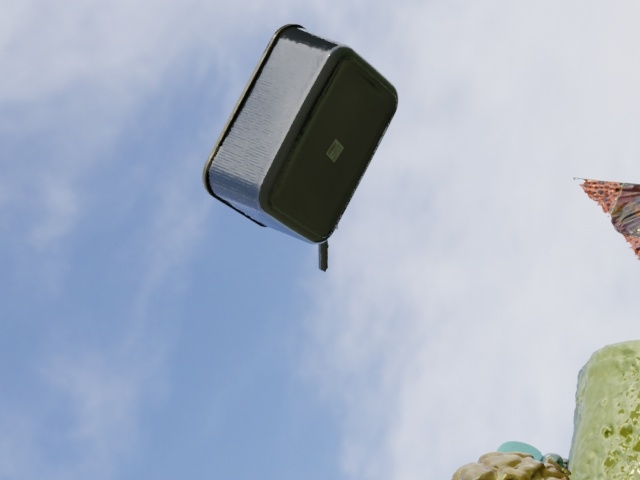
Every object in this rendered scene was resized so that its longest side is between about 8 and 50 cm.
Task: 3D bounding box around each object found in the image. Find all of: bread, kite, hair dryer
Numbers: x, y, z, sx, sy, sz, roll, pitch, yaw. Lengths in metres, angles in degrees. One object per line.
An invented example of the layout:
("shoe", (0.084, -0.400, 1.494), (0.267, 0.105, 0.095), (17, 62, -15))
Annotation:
("bread", (0.491, 0.328, 1.811), (0.308, 0.348, 0.348), (-59, -38, -29))
("kite", (0.437, -0.041, 1.705), (0.125, 0.222, 0.008), (-26, -45, 1))
("hair dryer", (0.000, 0.000, 1.585), (0.026, 0.047, 0.083), (-79, -11, -61))

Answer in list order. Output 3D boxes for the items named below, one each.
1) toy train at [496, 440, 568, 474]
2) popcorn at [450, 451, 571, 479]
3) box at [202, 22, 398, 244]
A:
("toy train", (0.364, 0.451, 2.247), (0.101, 0.159, 0.248), (-42, -38, -41))
("popcorn", (0.236, 0.389, 1.636), (0.250, 0.250, 0.190), (-66, -24, -3))
("box", (-0.015, -0.106, 1.335), (0.144, 0.090, 0.201), (34, -97, -50))
